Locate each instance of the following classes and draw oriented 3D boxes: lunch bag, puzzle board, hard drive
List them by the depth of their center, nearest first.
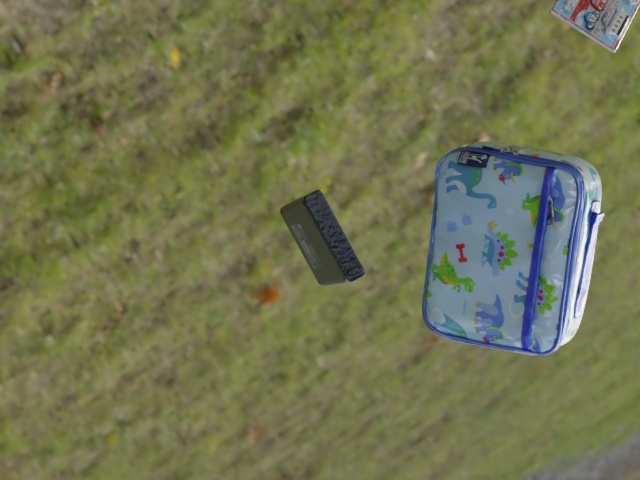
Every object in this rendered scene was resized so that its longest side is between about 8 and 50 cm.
[{"bbox_3d":[0.000,0.000,1.500,0.022,0.094,0.135,-29,-177,-11],"label":"hard drive"},{"bbox_3d":[0.206,0.007,1.613,0.090,0.176,0.219,-17,117,-62],"label":"lunch bag"},{"bbox_3d":[0.355,-0.306,1.911,0.128,0.096,0.011,-58,180,-32],"label":"puzzle board"}]
